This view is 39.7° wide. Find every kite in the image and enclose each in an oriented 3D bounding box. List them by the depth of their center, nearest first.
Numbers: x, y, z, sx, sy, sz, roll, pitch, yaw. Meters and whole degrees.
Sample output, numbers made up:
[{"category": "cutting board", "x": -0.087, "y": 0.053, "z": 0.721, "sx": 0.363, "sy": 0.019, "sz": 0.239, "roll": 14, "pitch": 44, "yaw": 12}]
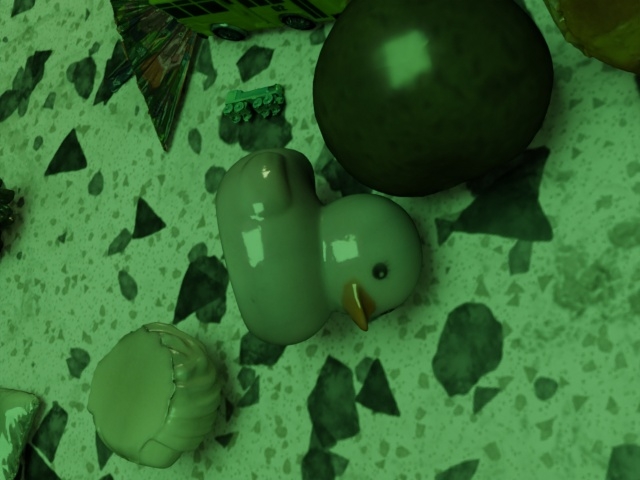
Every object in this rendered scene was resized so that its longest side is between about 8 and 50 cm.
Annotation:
[{"category": "kite", "x": -0.233, "y": -0.288, "z": 1.296, "sx": 0.234, "sy": 0.016, "sz": 0.321, "roll": -38, "pitch": 60, "yaw": 23}]

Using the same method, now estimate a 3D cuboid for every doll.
[{"category": "doll", "x": 0.000, "y": 0.000, "z": 0.969, "sx": 0.221, "sy": 0.221, "sz": 0.251, "roll": -38, "pitch": 44, "yaw": 21}]

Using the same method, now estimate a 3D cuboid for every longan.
[{"category": "longan", "x": 0.105, "y": -0.158, "z": 0.911, "sx": 0.246, "sy": 0.215, "sz": 0.246, "roll": 13, "pitch": 106, "yaw": 55}]

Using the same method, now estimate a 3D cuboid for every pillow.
[{"category": "pillow", "x": -0.481, "y": 0.327, "z": 1.293, "sx": 0.128, "sy": 0.051, "sz": 0.229, "roll": 8, "pitch": 81, "yaw": 34}]

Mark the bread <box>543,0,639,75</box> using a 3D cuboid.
[{"category": "bread", "x": 0.327, "y": -0.263, "z": 0.757, "sx": 0.288, "sy": 0.204, "sz": 0.156, "roll": -35, "pitch": 22, "yaw": 16}]

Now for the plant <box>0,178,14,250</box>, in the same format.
[{"category": "plant", "x": -0.567, "y": -0.031, "z": 1.400, "sx": 0.194, "sy": 0.129, "sz": 0.132, "roll": -10, "pitch": 75, "yaw": 37}]

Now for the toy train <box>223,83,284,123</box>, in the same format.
[{"category": "toy train", "x": -0.086, "y": -0.181, "z": 1.161, "sx": 0.092, "sy": 0.029, "sz": 0.045, "roll": -8, "pitch": 58, "yaw": 30}]

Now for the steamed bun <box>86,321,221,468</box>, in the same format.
[{"category": "steamed bun", "x": -0.194, "y": 0.190, "z": 1.093, "sx": 0.182, "sy": 0.106, "sz": 0.183, "roll": -12, "pitch": 67, "yaw": 32}]

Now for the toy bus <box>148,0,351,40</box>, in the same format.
[{"category": "toy bus", "x": -0.083, "y": -0.344, "z": 1.123, "sx": 0.262, "sy": 0.150, "sz": 0.128, "roll": 3, "pitch": 79, "yaw": 38}]
